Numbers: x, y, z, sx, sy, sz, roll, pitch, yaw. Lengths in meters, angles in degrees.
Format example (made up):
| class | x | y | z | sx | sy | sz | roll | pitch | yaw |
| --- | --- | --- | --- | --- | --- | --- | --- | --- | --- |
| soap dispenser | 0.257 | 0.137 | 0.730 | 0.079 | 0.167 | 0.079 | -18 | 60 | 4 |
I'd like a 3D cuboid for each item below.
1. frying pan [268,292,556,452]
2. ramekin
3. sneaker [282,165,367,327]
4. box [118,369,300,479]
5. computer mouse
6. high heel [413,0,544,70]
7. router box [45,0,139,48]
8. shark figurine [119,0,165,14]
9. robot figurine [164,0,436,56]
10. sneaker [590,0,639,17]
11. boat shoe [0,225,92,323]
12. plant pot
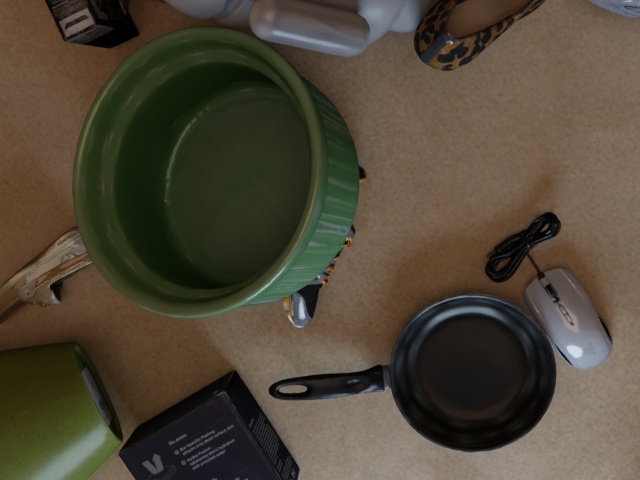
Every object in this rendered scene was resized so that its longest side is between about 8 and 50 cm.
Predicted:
| class | x | y | z | sx | sy | sz | roll | pitch | yaw |
| --- | --- | --- | --- | --- | --- | --- | --- | --- | --- |
| frying pan | 0.125 | 0.186 | 1.205 | 0.326 | 0.053 | 0.197 | -27 | 96 | 11 |
| ramekin | -0.105 | -0.066 | 1.087 | 0.303 | 0.148 | 0.304 | -3 | 84 | 25 |
| sneaker | 0.000 | 0.000 | 1.170 | 0.083 | 0.084 | 0.215 | 9 | 100 | -1 |
| box | -0.132 | 0.271 | 1.222 | 0.156 | 0.093 | 0.158 | -31 | 97 | 10 |
| computer mouse | 0.282 | 0.071 | 1.175 | 0.106 | 0.042 | 0.193 | -35 | 95 | 9 |
| high heel | 0.204 | -0.279 | 1.048 | 0.093 | 0.186 | 0.261 | 44 | 101 | -3 |
| router box | -0.265 | -0.282 | 1.094 | 0.046 | 0.179 | 0.133 | -23 | 96 | 6 |
| shark figurine | -0.179 | -0.401 | 1.102 | 0.166 | 0.116 | 0.278 | 38 | 99 | -1 |
| robot figurine | -0.036 | -0.311 | 1.011 | 0.353 | 0.300 | 0.200 | 4 | 142 | -28 |
| sneaker | 0.453 | -0.333 | 1.046 | 0.365 | 0.137 | 0.210 | 4 | 100 | -1 |
| boat shoe | -0.337 | 0.053 | 1.218 | 0.170 | 0.063 | 0.059 | -40 | 88 | 10 |
| plant pot | -0.395 | 0.246 | 1.179 | 0.293 | 0.275 | 0.275 | -26 | 97 | -7 |
